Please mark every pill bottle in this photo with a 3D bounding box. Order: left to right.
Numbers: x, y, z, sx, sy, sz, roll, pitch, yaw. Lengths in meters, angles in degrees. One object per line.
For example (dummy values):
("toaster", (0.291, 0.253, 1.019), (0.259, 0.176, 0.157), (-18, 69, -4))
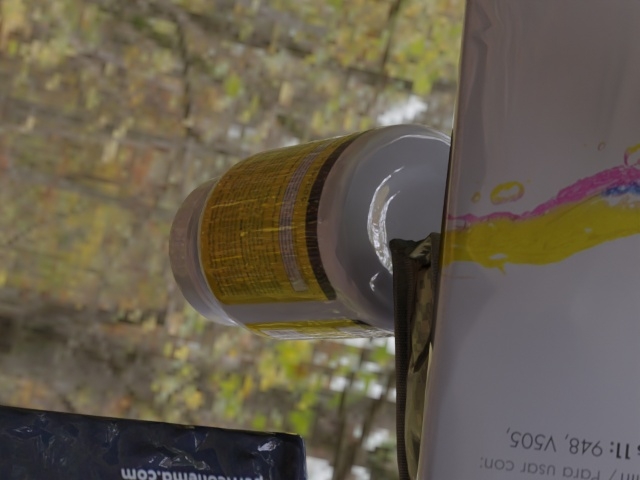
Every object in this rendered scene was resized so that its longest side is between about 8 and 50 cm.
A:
("pill bottle", (0.000, 0.000, 1.025), (0.208, 0.119, 0.119), (-6, -110, 57))

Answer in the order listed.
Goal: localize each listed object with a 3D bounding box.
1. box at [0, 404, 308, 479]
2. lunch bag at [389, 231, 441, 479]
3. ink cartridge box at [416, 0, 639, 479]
("box", (-0.137, 0.231, 0.498), (0.296, 0.182, 0.294), (-35, -125, 45))
("lunch bag", (0.162, 0.136, 0.869), (0.169, 0.235, 0.287), (160, -72, -83))
("ink cartridge box", (0.105, 0.023, 0.668), (0.207, 0.119, 0.354), (34, 62, -82))
